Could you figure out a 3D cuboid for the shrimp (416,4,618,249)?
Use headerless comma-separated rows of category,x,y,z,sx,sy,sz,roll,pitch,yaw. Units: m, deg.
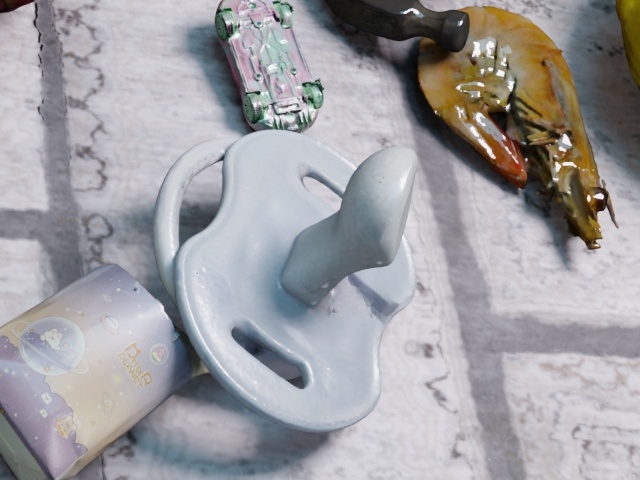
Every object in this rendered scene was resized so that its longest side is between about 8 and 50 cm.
shrimp,0.175,-0.107,1.592,0.152,0.063,0.287,-2,53,-22

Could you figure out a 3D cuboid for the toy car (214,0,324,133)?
toy car,-0.048,-0.155,1.541,0.069,0.055,0.142,-12,70,-20

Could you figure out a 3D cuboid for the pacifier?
pacifier,0.000,0.000,1.332,0.227,0.207,0.279,40,43,-18

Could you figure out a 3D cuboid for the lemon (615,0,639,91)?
lemon,0.458,-0.224,1.601,0.349,0.387,0.350,10,71,-30

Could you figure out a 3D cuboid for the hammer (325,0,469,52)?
hammer,0.139,-0.329,1.742,0.168,0.044,0.440,20,44,16

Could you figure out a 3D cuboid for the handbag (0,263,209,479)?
handbag,-0.174,0.094,1.279,0.173,0.095,0.117,-35,93,-33

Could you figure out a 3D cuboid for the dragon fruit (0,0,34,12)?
dragon fruit,-0.319,-0.321,1.396,0.329,0.329,0.329,11,51,-14
